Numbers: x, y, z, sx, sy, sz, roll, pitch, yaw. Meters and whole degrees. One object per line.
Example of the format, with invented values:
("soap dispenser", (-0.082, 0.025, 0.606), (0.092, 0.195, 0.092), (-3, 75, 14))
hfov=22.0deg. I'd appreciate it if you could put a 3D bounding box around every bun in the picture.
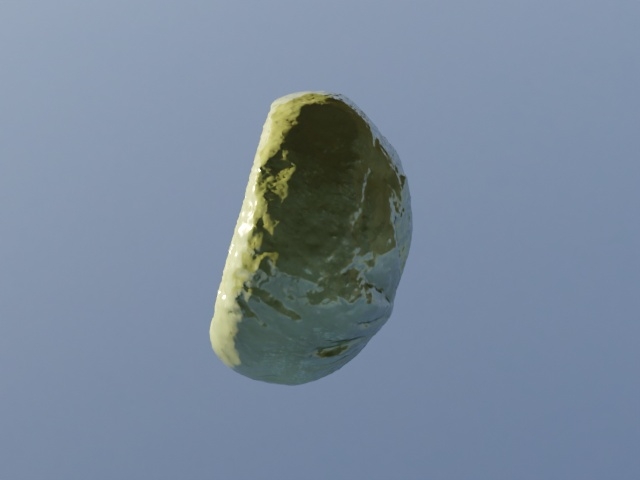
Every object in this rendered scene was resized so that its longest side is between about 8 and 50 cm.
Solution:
("bun", (0.000, 0.000, 1.081), (0.118, 0.195, 0.195), (12, -142, -4))
